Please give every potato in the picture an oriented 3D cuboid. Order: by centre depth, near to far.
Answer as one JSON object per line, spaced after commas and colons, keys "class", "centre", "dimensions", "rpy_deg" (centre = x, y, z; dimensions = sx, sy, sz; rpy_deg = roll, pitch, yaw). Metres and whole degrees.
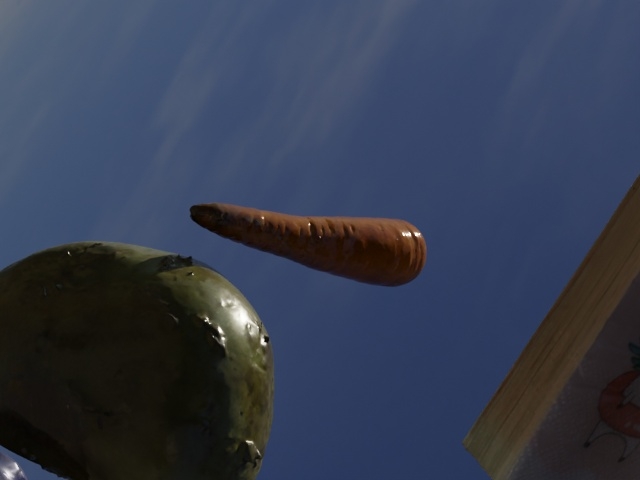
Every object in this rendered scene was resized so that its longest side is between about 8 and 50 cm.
{"class": "potato", "centre": [-0.171, 0.104, 1.040], "dimensions": [0.307, 0.173, 0.210], "rpy_deg": [13, -72, 27]}

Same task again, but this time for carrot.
{"class": "carrot", "centre": [0.000, 0.000, 1.078], "dimensions": [0.061, 0.256, 0.061], "rpy_deg": [-12, -106, 46]}

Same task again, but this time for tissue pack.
{"class": "tissue pack", "centre": [0.261, 0.062, 1.013], "dimensions": [0.325, 0.170, 0.071], "rpy_deg": [-58, -141, 10]}

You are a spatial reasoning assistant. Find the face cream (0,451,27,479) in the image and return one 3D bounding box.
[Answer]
{"class": "face cream", "centre": [-0.402, 0.326, 1.082], "dimensions": [0.137, 0.235, 0.420], "rpy_deg": [-17, -161, 41]}
